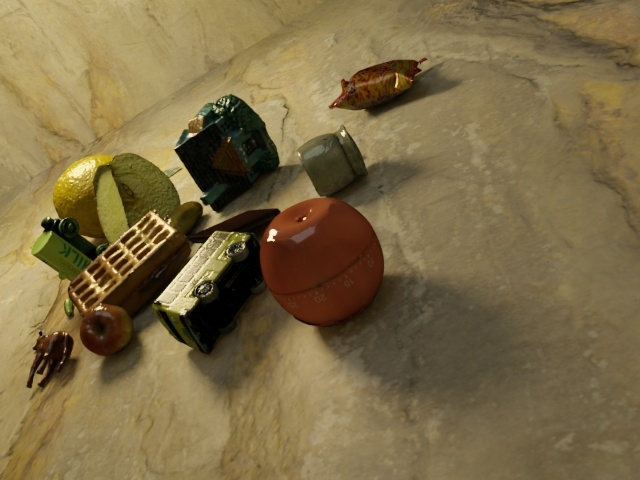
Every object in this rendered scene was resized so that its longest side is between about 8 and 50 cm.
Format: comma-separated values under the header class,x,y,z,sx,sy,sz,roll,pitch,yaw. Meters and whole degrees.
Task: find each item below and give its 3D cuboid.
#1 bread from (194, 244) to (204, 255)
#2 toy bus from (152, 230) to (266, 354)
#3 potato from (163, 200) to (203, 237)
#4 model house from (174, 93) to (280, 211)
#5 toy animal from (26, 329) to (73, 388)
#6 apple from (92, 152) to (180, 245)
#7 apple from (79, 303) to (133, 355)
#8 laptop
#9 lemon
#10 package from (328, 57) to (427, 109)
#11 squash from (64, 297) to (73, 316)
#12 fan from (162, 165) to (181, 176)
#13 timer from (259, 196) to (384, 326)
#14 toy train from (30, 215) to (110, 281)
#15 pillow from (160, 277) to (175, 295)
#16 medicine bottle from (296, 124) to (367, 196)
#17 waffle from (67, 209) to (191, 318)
class,x,y,z,sx,sy,sz,roll,pitch,yaw
bread,-0.271,0.042,1.703,0.082,0.060,0.113,-45,29,-25
toy bus,-0.236,0.107,1.472,0.150,0.128,0.262,7,46,35
potato,-0.412,-0.053,1.975,0.105,0.085,0.188,-2,34,35
model house,-0.296,-0.248,1.981,0.226,0.261,0.241,-4,38,43
toy animal,-0.703,0.287,1.741,0.224,0.066,0.229,-40,32,27
apple,-0.569,-0.103,2.070,0.254,0.179,0.346,-29,65,4
apple,-0.504,0.213,1.602,0.126,0.126,0.102,-32,-14,0
laptop,-0.222,-0.037,1.750,0.207,0.026,0.154,-27,15,-37
lemon,-0.736,-0.152,2.266,0.322,0.268,0.268,-47,31,-16
package,0.179,-0.470,2.043,0.288,0.108,0.223,-10,28,22
squash,-0.724,0.194,1.945,0.027,0.027,0.089,-33,31,-2
fan,-0.621,-0.222,2.535,0.240,0.009,0.131,-29,27,5
timer,0.003,0.040,1.272,0.230,0.215,0.229,-20,25,10
toy train,-0.717,0.046,1.960,0.105,0.253,0.157,-8,51,36
pillow,-0.315,0.126,1.633,0.203,0.038,0.113,-3,41,44
medicine bottle,0.032,-0.200,1.697,0.143,0.147,0.147,-28,28,5
waffle,-0.499,0.078,1.773,0.328,0.098,0.224,-45,39,-11
